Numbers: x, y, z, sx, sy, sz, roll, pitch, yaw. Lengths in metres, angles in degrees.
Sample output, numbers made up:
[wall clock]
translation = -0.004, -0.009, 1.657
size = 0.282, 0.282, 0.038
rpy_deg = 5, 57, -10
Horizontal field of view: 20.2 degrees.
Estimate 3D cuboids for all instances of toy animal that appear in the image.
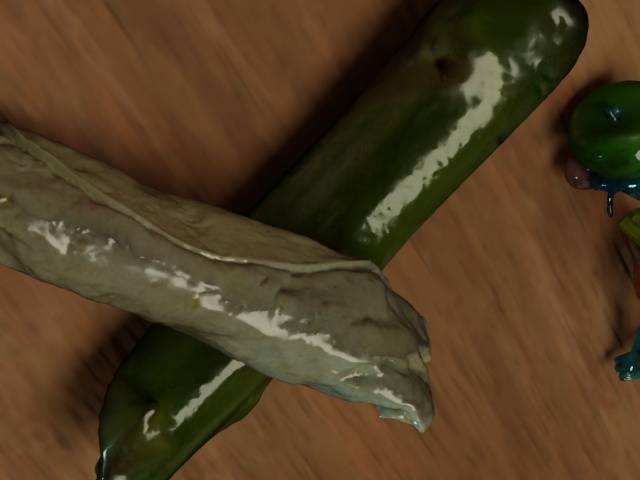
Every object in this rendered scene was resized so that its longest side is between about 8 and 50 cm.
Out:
[toy animal]
translation = 0.198, 0.010, 1.036
size = 0.100, 0.103, 0.208
rpy_deg = -4, 131, 14

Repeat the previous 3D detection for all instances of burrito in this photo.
[burrito]
translation = -0.067, 0.010, 0.800
size = 0.275, 0.082, 0.059
rpy_deg = 23, 111, -15

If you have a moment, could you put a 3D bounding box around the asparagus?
[asparagus]
translation = -0.001, -0.001, 0.893
size = 0.343, 0.085, 0.082
rpy_deg = -47, 130, -4
